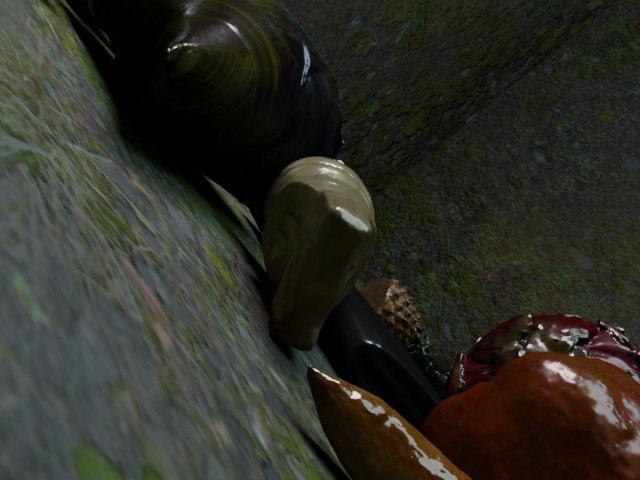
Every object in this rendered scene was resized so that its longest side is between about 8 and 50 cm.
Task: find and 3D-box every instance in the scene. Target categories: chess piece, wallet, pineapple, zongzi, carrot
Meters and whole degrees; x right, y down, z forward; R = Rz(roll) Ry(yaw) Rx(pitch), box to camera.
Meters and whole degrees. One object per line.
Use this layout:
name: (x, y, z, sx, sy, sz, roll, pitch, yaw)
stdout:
chess piece: (0.000, 0.000, 0.761, 0.137, 0.137, 0.301, 51, 5, -8)
wallet: (0.029, 0.091, 1.030, 0.228, 0.062, 0.406, 49, 2, -33)
pineapple: (0.166, 0.187, 1.384, 0.277, 0.130, 0.119, 52, 14, -22)
zongzi: (-0.167, -0.247, 0.875, 0.403, 0.208, 0.432, 52, 7, 15)
carrot: (0.061, 0.155, 0.513, 0.205, 0.072, 0.072, 49, 2, -3)

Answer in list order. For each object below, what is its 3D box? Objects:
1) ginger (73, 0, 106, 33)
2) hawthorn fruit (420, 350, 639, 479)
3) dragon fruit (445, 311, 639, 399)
ginger: (-0.307, -0.383, 1.209, 0.275, 0.130, 0.221, 58, -3, 27)
hawthorn fruit: (0.197, 0.217, 0.638, 0.207, 0.207, 0.243, 48, 12, -52)
dragon fruit: (0.311, 0.247, 1.093, 0.329, 0.329, 0.329, 51, 2, -3)
